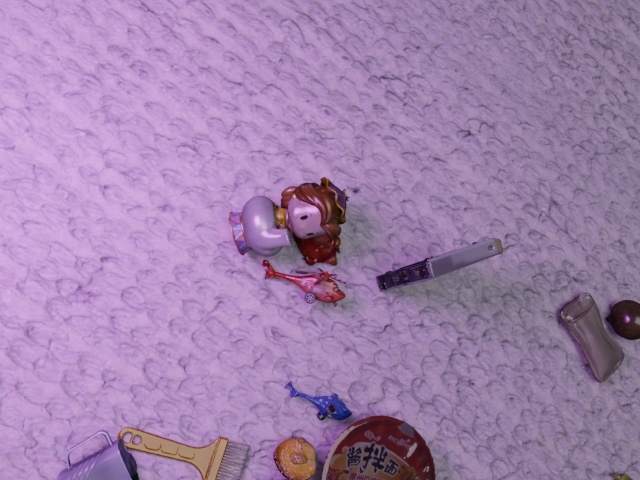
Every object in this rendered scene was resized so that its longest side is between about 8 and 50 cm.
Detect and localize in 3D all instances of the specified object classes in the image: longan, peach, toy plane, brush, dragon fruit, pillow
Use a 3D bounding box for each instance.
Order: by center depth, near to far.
[{"bbox_3d":[-0.286,0.440,1.253,0.272,0.013,0.103,21,74,-14],"label":"brush"},{"bbox_3d":[-0.056,0.476,1.297,0.098,0.061,0.098,6,50,-7],"label":"peach"},{"bbox_3d":[-0.002,0.360,1.352,0.167,0.054,0.062,24,49,-15],"label":"toy plane"},{"bbox_3d":[-0.038,0.097,1.358,0.194,0.126,0.077,10,105,-19],"label":"toy plane"},{"bbox_3d":[-0.004,-0.004,1.402,0.112,0.068,0.127,-4,82,-17],"label":"dragon fruit"},{"bbox_3d":[0.733,0.258,1.627,0.130,0.038,0.233,-31,92,-24],"label":"pillow"},{"bbox_3d":[0.840,0.216,1.646,0.113,0.092,0.114,1,91,24],"label":"longan"}]

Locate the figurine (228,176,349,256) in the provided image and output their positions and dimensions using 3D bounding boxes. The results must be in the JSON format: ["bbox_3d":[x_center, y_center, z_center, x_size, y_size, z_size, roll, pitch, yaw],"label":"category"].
[{"bbox_3d":[-0.061,-0.052,1.321,0.263,0.190,0.142,-17,128,3],"label":"figurine"}]

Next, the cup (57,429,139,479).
[{"bbox_3d":[-0.427,0.438,1.156,0.129,0.095,0.128,-25,91,-16],"label":"cup"}]

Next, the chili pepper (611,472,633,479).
[{"bbox_3d":[0.831,0.693,1.583,0.048,0.043,0.208,-27,91,-34],"label":"chili pepper"}]

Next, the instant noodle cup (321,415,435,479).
[{"bbox_3d":[0.116,0.521,1.337,0.273,0.090,0.274,3,80,-18],"label":"instant noodle cup"}]

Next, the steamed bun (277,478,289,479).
[{"bbox_3d":[-0.083,0.654,1.186,0.274,0.206,0.320,5,83,-20],"label":"steamed bun"}]

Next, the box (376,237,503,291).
[{"bbox_3d":[0.256,0.058,1.373,0.210,0.270,0.045,-17,85,-20],"label":"box"}]
